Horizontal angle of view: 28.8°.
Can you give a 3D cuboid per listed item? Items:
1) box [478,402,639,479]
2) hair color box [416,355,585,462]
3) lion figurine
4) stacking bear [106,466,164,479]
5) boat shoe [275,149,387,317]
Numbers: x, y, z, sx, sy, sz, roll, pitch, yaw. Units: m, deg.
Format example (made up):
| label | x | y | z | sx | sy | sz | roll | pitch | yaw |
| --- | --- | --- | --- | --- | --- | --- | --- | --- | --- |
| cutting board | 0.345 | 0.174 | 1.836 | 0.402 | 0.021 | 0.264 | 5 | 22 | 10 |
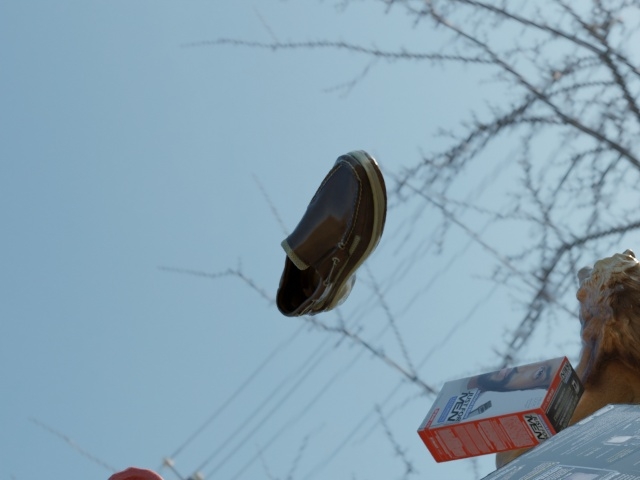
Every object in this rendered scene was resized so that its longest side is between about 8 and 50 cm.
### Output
| label | x | y | z | sx | sy | sz | roll | pitch | yaw |
| --- | --- | --- | --- | --- | --- | --- | --- | --- | --- |
| box | 0.191 | 0.222 | 0.975 | 0.308 | 0.242 | 0.076 | -24 | -89 | -21 |
| hair color box | 0.199 | 0.189 | 1.387 | 0.053 | 0.167 | 0.093 | 58 | -140 | -17 |
| lion figurine | 0.316 | 0.216 | 1.541 | 0.392 | 0.142 | 0.240 | -55 | -40 | -21 |
| stacking bear | -0.226 | 0.414 | 1.348 | 0.175 | 0.164 | 0.289 | -23 | -38 | -32 |
| boat shoe | 0.005 | 0.006 | 1.471 | 0.095 | 0.095 | 0.257 | -20 | -36 | -31 |
